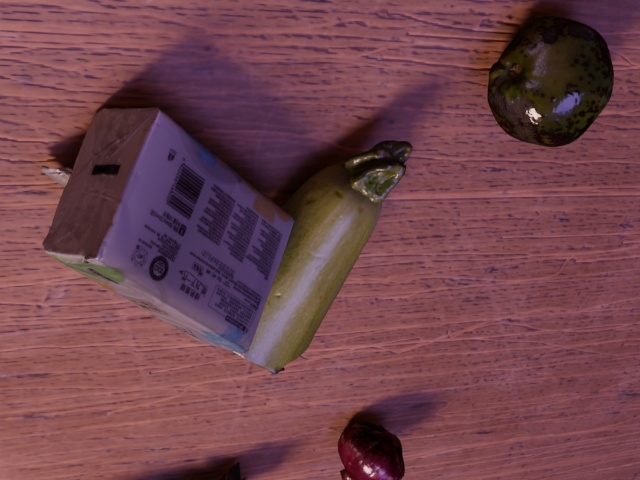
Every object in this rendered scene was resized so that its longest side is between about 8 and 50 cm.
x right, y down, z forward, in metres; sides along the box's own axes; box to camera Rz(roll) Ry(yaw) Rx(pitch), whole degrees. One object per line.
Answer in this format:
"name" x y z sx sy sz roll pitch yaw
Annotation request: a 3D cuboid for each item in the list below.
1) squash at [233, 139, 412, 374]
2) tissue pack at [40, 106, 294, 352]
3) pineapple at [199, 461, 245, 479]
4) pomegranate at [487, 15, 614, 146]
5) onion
"squash" -0.004 -0.005 1.219 0.137 0.137 0.287 25 104 -43
"tissue pack" -0.160 -0.009 1.098 0.229 0.145 0.159 38 65 -47
"pineapple" -0.232 0.434 1.475 0.362 0.202 0.202 -27 140 -18
"pomegranate" 0.243 -0.171 1.185 0.125 0.163 0.138 23 108 2
"onion" 0.068 0.305 1.560 0.097 0.107 0.107 -44 138 2
